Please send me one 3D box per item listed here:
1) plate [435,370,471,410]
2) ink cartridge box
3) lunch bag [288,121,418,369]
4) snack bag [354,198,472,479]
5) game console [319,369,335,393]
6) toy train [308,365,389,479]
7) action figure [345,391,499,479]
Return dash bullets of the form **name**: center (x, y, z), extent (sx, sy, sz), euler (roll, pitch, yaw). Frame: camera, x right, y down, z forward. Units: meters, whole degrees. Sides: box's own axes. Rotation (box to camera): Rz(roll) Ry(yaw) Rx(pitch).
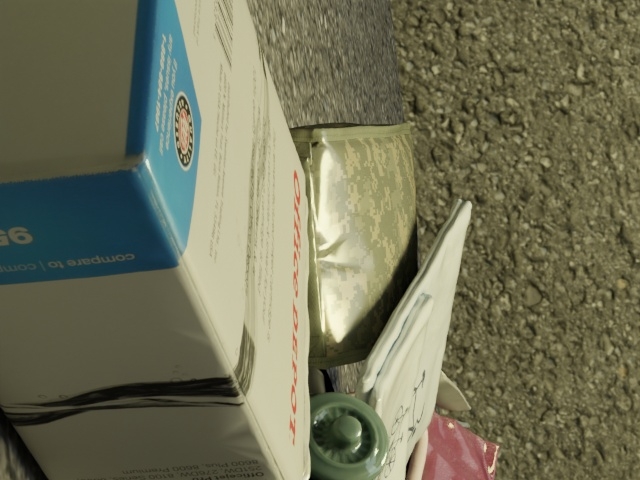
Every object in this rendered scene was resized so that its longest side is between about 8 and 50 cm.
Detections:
- **plate**: center (0.062, 0.096, 2.375), extent (0.277, 0.045, 0.278), euler (48, -1, 17)
- **ink cartridge box**: center (-0.124, -0.035, 1.240), extent (0.395, 0.166, 0.285), euler (71, 17, -53)
- **lunch bag**: center (0.000, 0.000, 1.980), extent (0.287, 0.169, 0.235), euler (-14, 102, -77)
- **snack bag**: center (0.084, 0.172, 2.010), extent (0.342, 0.037, 0.323), euler (-58, 159, -52)
- **game console**: center (-0.011, 0.346, 2.109), extent (0.386, 0.060, 0.342), euler (72, 22, -52)
- **toy train**: center (-0.048, 0.238, 1.416), extent (0.142, 0.190, 0.334), euler (123, -33, -54)
- **action figure**: center (0.143, 0.385, 2.414), extent (0.275, 0.248, 0.370), euler (64, 19, -63)
